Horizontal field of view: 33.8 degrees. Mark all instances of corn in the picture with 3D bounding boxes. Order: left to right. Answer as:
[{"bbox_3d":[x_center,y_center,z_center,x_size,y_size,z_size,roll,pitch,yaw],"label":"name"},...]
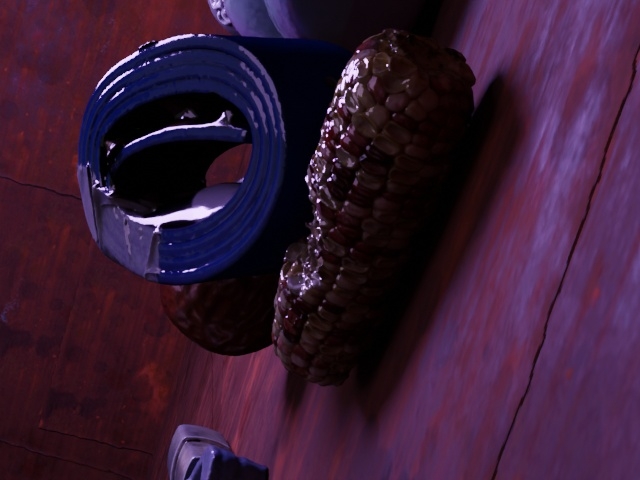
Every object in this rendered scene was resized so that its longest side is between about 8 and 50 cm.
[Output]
[{"bbox_3d":[0.026,-0.010,0.751,0.098,0.098,0.290,-87,15,-56],"label":"corn"}]

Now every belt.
[{"bbox_3d":[-0.088,-0.069,0.922,0.347,0.117,0.213,-5,92,51],"label":"belt"}]

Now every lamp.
[{"bbox_3d":[-0.017,-0.266,1.023,0.301,0.247,0.247,-123,46,-68],"label":"lamp"}]

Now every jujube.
[{"bbox_3d":[-0.068,0.012,1.127,0.236,0.168,0.168,-55,12,9],"label":"jujube"}]

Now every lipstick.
[{"bbox_3d":[-0.160,0.300,1.402,0.253,0.077,0.079,159,126,-80],"label":"lipstick"}]

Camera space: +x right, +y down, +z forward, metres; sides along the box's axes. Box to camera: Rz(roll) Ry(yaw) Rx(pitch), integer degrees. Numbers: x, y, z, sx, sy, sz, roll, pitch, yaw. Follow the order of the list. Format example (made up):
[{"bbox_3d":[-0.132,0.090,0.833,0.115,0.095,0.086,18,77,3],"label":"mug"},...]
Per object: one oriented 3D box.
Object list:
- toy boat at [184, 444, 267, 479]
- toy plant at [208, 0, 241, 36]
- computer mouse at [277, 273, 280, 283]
[{"bbox_3d":[-0.129,0.324,1.176,0.127,0.078,0.283,-83,13,-48],"label":"toy boat"},{"bbox_3d":[-0.016,-0.344,1.343,0.400,0.185,0.280,3,71,65],"label":"toy plant"},{"bbox_3d":[0.000,0.000,0.982,0.099,0.057,0.172,-61,25,22],"label":"computer mouse"}]
